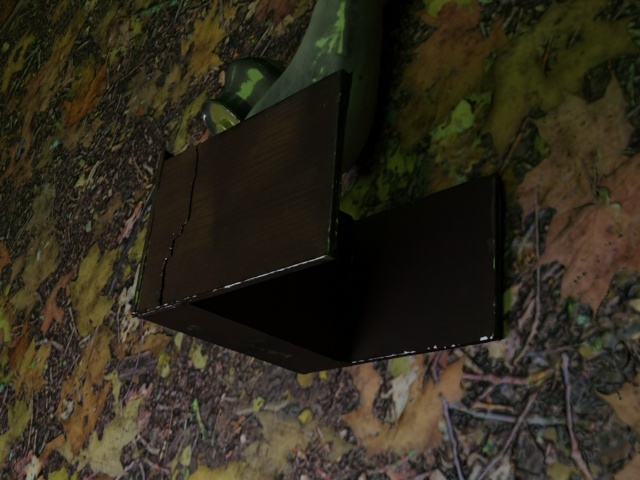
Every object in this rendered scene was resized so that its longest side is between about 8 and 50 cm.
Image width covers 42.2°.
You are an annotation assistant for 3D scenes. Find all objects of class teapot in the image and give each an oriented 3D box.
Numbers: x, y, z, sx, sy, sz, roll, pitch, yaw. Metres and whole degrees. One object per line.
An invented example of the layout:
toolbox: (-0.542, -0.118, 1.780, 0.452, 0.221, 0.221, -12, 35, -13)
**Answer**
teapot: (-0.079, -0.173, 1.136, 0.166, 0.130, 0.119, 35, 64, 24)

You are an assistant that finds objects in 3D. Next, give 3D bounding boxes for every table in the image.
table: (0.000, 0.000, 0.846, 0.282, 0.250, 0.196, -18, 56, 43)

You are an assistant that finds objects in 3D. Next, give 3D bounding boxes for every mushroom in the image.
mushroom: (0.010, -0.228, 1.049, 0.122, 0.159, 0.328, 127, 163, -74)
